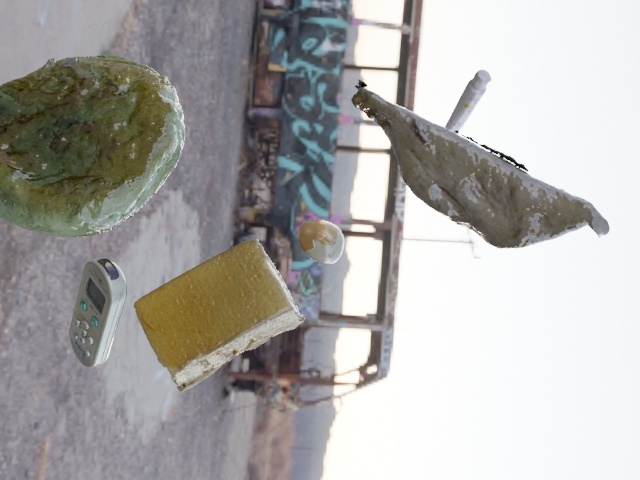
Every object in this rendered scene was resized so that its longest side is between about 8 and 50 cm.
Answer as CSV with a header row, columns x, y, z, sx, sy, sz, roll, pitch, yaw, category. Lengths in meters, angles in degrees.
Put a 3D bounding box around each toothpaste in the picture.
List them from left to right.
x,y,z,sx,sy,sz,roll,pitch,yaw,category
0.229,-0.207,1.301,0.031,0.048,0.190,51,-27,16,toothpaste

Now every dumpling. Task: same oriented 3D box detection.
x,y,z,sx,sy,sz,roll,pitch,yaw,category
0.167,-0.066,0.966,0.086,0.332,0.166,-59,178,-12,dumpling

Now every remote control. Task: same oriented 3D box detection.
x,y,z,sx,sy,sz,roll,pitch,yaw,category
-0.335,0.110,1.210,0.078,0.042,0.221,48,-46,23,remote control

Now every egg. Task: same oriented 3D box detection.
x,y,z,sx,sy,sz,roll,pitch,yaw,category
0.000,0.000,1.368,0.071,0.083,0.071,-55,-162,28,egg

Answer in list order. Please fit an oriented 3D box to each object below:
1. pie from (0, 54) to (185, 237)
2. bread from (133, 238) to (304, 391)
x,y,z,sx,sy,sz,roll,pitch,yaw,category
-0.294,-0.127,0.974,0.078,0.277,0.277,81,10,-62,pie
-0.192,0.138,1.527,0.185,0.274,0.114,60,-1,25,bread
